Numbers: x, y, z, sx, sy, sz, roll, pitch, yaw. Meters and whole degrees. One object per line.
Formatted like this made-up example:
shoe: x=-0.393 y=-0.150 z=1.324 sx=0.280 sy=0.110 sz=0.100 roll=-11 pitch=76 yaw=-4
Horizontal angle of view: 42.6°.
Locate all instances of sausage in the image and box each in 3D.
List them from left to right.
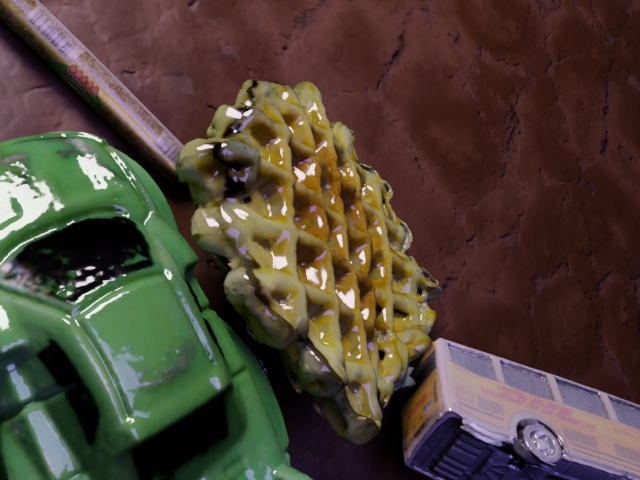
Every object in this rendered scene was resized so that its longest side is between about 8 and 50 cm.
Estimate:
sausage: x=-0.196 y=-0.140 z=0.673 sx=0.269 sy=0.033 sz=0.033 roll=45 pitch=56 yaw=-17

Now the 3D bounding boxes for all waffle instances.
waffle: x=0.000 y=0.000 z=0.711 sx=0.297 sy=0.073 sz=0.317 roll=59 pitch=26 yaw=-11

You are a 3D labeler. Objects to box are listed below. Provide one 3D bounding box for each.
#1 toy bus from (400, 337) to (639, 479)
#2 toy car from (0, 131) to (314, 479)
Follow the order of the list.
toy bus: x=0.242 y=0.207 z=0.791 sx=0.342 sy=0.097 sz=0.138 roll=19 pitch=34 yaw=-15
toy car: x=-0.141 y=0.093 z=0.558 sx=0.213 sy=0.176 sz=0.358 roll=-25 pitch=92 yaw=-39
